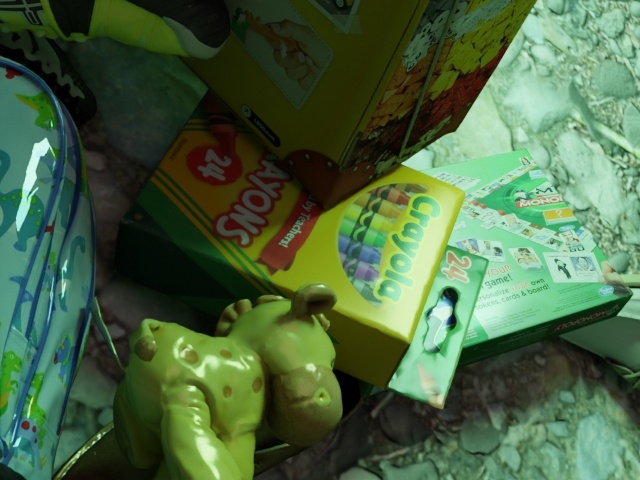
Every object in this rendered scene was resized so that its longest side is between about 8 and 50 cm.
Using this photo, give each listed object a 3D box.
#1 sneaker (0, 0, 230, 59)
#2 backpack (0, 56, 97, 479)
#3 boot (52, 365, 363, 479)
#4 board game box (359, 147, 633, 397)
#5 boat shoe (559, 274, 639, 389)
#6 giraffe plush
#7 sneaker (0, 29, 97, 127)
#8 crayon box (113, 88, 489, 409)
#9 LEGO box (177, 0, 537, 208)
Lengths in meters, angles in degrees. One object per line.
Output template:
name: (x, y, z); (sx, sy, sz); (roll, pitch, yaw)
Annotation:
sneaker: (-0.256, -0.220, 0.832); (0.384, 0.147, 0.145); (20, 29, -18)
backpack: (-0.296, 0.028, 0.789); (0.290, 0.273, 0.356); (12, 47, 6)
boot: (-0.095, 0.175, 0.919); (0.305, 0.115, 0.112); (-23, 86, -33)
board game box: (0.135, 0.020, 1.090); (0.317, 0.046, 0.213); (-13, 56, -27)
boat shoe: (0.382, 0.114, 1.218); (0.302, 0.113, 0.103); (11, 61, -27)
giraffe plush: (-0.060, 0.116, 0.819); (0.170, 0.181, 0.210); (-19, 92, -26)
sneaker: (-0.280, -0.200, 0.953); (0.234, 0.078, 0.106); (41, 52, -33)
crayon box: (0.000, 0.000, 0.978); (0.318, 0.081, 0.202); (23, 48, 2)
LEGO box: (-0.043, -0.338, 0.914); (0.193, 0.372, 0.500); (-34, 73, -36)
